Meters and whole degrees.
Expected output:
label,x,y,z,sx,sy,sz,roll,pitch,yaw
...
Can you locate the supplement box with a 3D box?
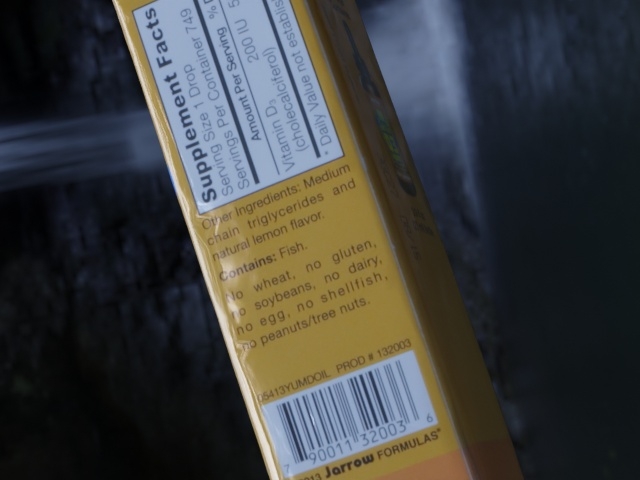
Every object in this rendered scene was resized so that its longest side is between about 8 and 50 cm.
label,x,y,z,sx,sy,sz,roll,pitch,yaw
supplement box,0.000,0.000,0.605,0.078,0.080,0.233,17,-125,-72
